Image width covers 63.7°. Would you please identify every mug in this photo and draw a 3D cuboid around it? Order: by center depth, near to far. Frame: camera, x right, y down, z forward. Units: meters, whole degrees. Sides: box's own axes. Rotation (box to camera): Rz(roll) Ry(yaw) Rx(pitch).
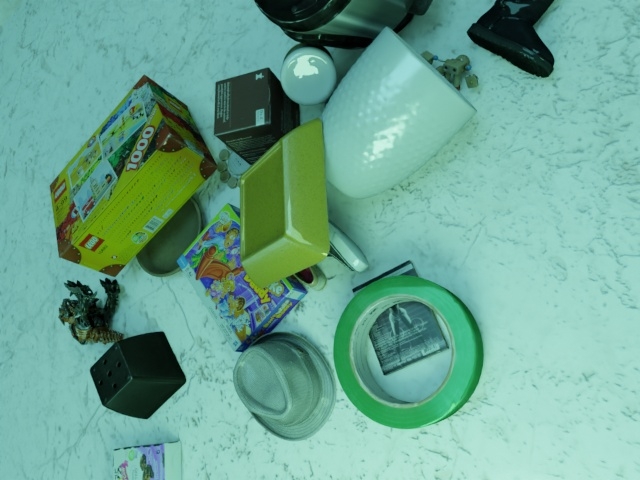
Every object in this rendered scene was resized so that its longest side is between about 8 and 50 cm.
[{"bbox_3d":[0.129,-0.299,1.227,0.328,0.276,0.374,-47,41,23],"label":"mug"}]

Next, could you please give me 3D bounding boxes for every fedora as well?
[{"bbox_3d":[-0.109,0.348,1.241,0.244,0.124,0.275,-47,63,11],"label":"fedora"}]

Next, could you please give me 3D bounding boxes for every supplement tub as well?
[{"bbox_3d":[-0.032,-0.448,1.371,0.144,0.144,0.200,-37,22,16],"label":"supplement tub"}]

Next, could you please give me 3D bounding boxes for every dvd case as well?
[{"bbox_3d":[0.180,0.179,1.199,0.164,0.018,0.221,-30,65,21],"label":"dvd case"}]

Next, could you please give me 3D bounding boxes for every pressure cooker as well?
[{"bbox_3d":[0.071,-0.678,1.273,0.375,0.420,0.370,-19,88,38],"label":"pressure cooker"}]

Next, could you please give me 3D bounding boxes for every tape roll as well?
[{"bbox_3d":[0.185,0.239,1.125,0.321,0.077,0.322,-8,74,29],"label":"tape roll"}]

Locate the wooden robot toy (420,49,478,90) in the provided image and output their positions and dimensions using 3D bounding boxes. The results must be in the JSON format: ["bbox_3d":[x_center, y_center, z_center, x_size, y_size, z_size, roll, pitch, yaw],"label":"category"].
[{"bbox_3d":[0.330,-0.423,1.267,0.173,0.076,0.079,31,58,32],"label":"wooden robot toy"}]

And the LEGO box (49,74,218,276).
[{"bbox_3d":[-0.593,-0.199,1.599,0.500,0.193,0.373,-44,49,12],"label":"LEGO box"}]

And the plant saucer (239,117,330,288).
[{"bbox_3d":[-0.108,-0.082,1.216,0.332,0.080,0.333,-27,61,52],"label":"plant saucer"}]

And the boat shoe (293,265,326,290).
[{"bbox_3d":[-0.055,0.062,1.338,0.170,0.059,0.063,40,97,31],"label":"boat shoe"}]

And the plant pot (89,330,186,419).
[{"bbox_3d":[-0.528,0.378,1.457,0.188,0.167,0.187,-43,61,11],"label":"plant pot"}]

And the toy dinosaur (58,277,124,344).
[{"bbox_3d":[-0.721,0.241,1.643,0.321,0.164,0.219,15,99,14],"label":"toy dinosaur"}]

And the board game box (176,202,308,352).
[{"bbox_3d":[-0.224,0.097,1.413,0.233,0.078,0.347,-47,59,10],"label":"board game box"}]

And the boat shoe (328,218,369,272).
[{"bbox_3d":[0.000,0.000,1.298,0.102,0.108,0.301,-51,56,8],"label":"boat shoe"}]

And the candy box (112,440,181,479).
[{"bbox_3d":[-0.475,0.646,1.408,0.196,0.070,0.165,-16,69,24],"label":"candy box"}]

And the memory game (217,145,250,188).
[{"bbox_3d":[-0.238,-0.244,1.554,0.186,0.012,0.186,-9,72,28],"label":"memory game"}]

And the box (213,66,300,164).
[{"bbox_3d":[-0.168,-0.333,1.419,0.166,0.203,0.169,-8,72,20],"label":"box"}]

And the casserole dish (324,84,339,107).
[{"bbox_3d":[0.085,-0.394,1.400,0.188,0.037,0.114,-44,60,13],"label":"casserole dish"}]

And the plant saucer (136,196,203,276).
[{"bbox_3d":[-0.468,-0.021,1.606,0.277,0.041,0.278,-8,73,27],"label":"plant saucer"}]

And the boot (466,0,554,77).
[{"bbox_3d":[0.483,-0.510,1.171,0.207,0.094,0.246,-51,53,12],"label":"boot"}]
